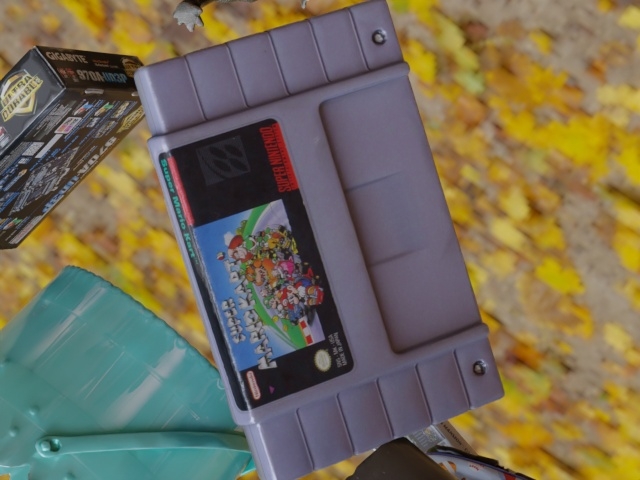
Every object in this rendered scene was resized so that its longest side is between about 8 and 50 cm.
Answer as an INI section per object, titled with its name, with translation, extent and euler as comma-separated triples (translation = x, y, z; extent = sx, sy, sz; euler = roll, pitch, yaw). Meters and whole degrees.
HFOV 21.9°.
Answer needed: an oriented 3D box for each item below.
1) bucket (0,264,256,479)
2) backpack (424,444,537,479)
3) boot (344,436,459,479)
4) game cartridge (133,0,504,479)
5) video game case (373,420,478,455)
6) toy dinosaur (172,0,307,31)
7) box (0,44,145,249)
[bucket]
translation = -0.193, 0.167, 1.448
extent = 0.281, 0.183, 0.281
euler = 37, 164, 12
[backpack]
translation = 0.150, 0.343, 1.740
extent = 0.276, 0.213, 0.263
euler = 14, 139, 0
[boot]
translation = 0.217, 0.271, 1.176
extent = 0.445, 0.367, 0.146
euler = 26, 152, 32
[game cartridge]
translation = 0.000, 0.000, 1.358
extent = 0.068, 0.230, 0.355
euler = -7, 102, 65
[video game case]
translation = 0.110, 0.232, 1.874
extent = 0.173, 0.022, 0.190
euler = 48, 156, 5
[toy dinosaur]
translation = -0.110, -0.299, 1.619
extent = 0.313, 0.160, 0.121
euler = 31, 125, 16
[box]
translation = -0.258, -0.075, 1.439
extent = 0.051, 0.220, 0.175
euler = 52, -160, 13
